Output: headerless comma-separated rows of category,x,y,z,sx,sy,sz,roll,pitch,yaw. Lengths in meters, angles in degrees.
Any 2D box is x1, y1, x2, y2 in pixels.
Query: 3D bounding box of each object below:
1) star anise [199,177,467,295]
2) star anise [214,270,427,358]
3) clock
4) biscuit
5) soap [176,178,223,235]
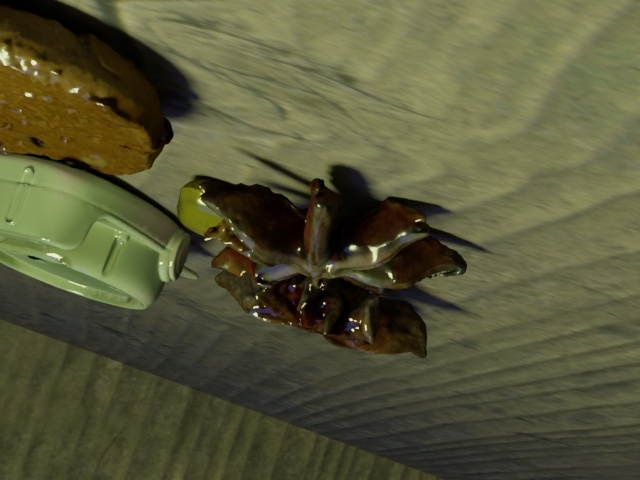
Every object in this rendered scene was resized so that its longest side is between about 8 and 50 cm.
star anise,-0.001,0.000,1.548,0.288,0.088,0.288,3,163,1
star anise,0.011,0.070,1.839,0.220,0.099,0.214,21,-178,-32
clock,-0.293,-0.003,1.916,0.265,0.109,0.324,8,164,38
biscuit,-0.267,-0.140,1.366,0.296,0.075,0.296,14,165,4
soap,-0.110,-0.028,1.690,0.089,0.045,0.140,23,167,-2
